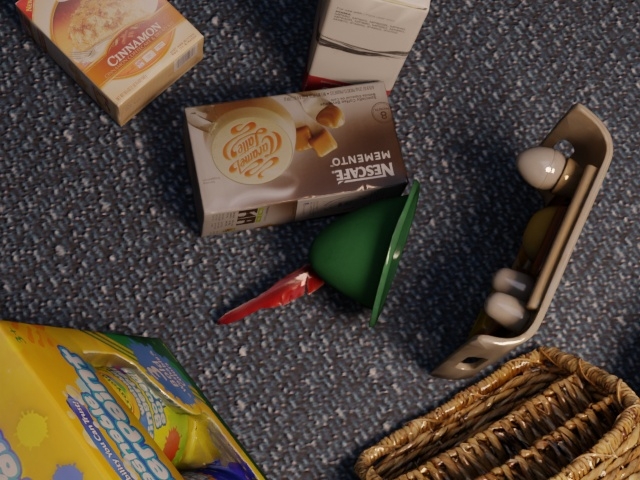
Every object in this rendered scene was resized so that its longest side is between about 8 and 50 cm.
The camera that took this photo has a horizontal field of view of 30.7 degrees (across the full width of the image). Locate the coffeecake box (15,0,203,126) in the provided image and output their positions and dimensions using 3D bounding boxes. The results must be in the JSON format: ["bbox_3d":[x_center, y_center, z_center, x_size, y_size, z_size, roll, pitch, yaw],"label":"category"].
[{"bbox_3d":[-0.260,-0.259,1.449,0.185,0.068,0.142,44,73,8],"label":"coffeecake box"}]

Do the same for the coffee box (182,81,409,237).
[{"bbox_3d":[-0.034,-0.098,1.413,0.247,0.098,0.141,-8,74,-10],"label":"coffee box"}]

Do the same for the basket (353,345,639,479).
[{"bbox_3d":[0.218,0.252,1.276,0.299,0.213,0.223,-27,79,-15],"label":"basket"}]

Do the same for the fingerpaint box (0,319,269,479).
[{"bbox_3d":[-0.146,0.294,1.094,0.163,0.371,0.445,-42,74,7],"label":"fingerpaint box"}]

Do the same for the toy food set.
[{"bbox_3d":[0.220,0.010,1.350,0.092,0.219,0.306,28,71,1],"label":"toy food set"}]

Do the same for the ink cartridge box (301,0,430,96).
[{"bbox_3d":[0.061,-0.307,1.401,0.114,0.273,0.197,11,72,-4],"label":"ink cartridge box"}]

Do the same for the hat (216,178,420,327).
[{"bbox_3d":[0.000,0.000,1.359,0.184,0.173,0.208,17,58,7],"label":"hat"}]
